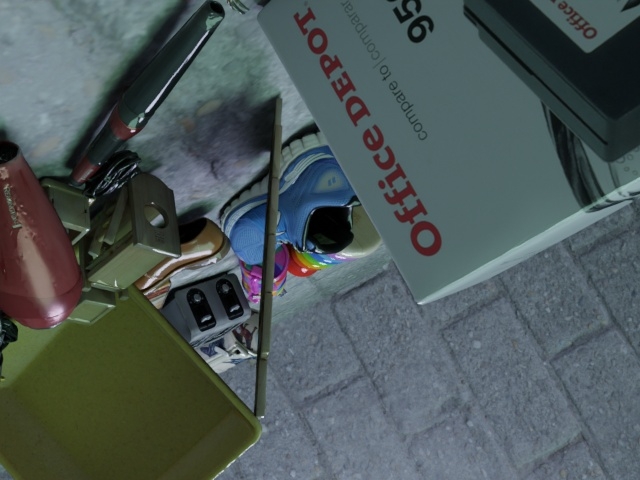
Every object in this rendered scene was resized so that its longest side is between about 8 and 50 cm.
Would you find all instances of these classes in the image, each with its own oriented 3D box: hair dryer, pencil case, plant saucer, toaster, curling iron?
[{"bbox_3d":[-0.318,0.043,0.603,0.224,0.080,0.293,18,113,-52],"label":"hair dryer"},{"bbox_3d":[-0.113,0.060,1.400,0.105,0.104,0.236,-27,167,-11],"label":"pencil case"},{"bbox_3d":[-0.282,0.215,0.934,0.333,0.333,0.081,-44,176,17],"label":"plant saucer"},{"bbox_3d":[-0.265,0.163,1.484,0.168,0.110,0.186,-17,165,-46],"label":"toaster"},{"bbox_3d":[-0.154,-0.114,0.604,0.068,0.035,0.274,-32,174,-43],"label":"curling iron"},{"bbox_3d":[-0.339,0.337,2.004,0.410,0.159,0.183,-33,-174,26],"label":"pencil case"}]

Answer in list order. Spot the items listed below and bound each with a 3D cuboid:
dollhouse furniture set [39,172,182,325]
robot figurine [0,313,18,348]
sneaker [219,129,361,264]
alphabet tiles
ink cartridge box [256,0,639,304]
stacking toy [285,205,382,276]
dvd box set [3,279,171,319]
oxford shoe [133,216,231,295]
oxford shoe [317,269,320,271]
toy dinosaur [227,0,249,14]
[{"bbox_3d":[-0.277,-0.002,0.771,0.182,0.101,0.161,-34,144,30],"label":"dollhouse furniture set"},{"bbox_3d":[-0.450,0.108,0.769,0.211,0.085,0.291,-23,168,-26],"label":"robot figurine"},{"bbox_3d":[-0.040,-0.028,1.027,0.130,0.147,0.330,-22,169,-35],"label":"sneaker"},{"bbox_3d":[-0.060,0.028,0.804,0.011,0.342,0.285,4,165,-6],"label":"alphabet tiles"},{"bbox_3d":[0.185,-0.169,0.519,0.395,0.285,0.166,-35,167,31],"label":"ink cartridge box"},{"bbox_3d":[0.000,0.000,1.395,0.141,0.141,0.330,-24,176,-26],"label":"stacking toy"},{"bbox_3d":[-0.460,0.171,1.126,0.421,0.062,0.307,-24,168,-27],"label":"dvd box set"},{"bbox_3d":[-0.242,0.021,1.010,0.212,0.076,0.076,-26,140,1],"label":"oxford shoe"},{"bbox_3d":[0.050,-0.017,1.582,0.227,0.082,0.096,-30,-171,12],"label":"oxford shoe"},{"bbox_3d":[-0.080,-0.191,0.461,0.090,0.047,0.082,24,146,-35],"label":"toy dinosaur"}]
